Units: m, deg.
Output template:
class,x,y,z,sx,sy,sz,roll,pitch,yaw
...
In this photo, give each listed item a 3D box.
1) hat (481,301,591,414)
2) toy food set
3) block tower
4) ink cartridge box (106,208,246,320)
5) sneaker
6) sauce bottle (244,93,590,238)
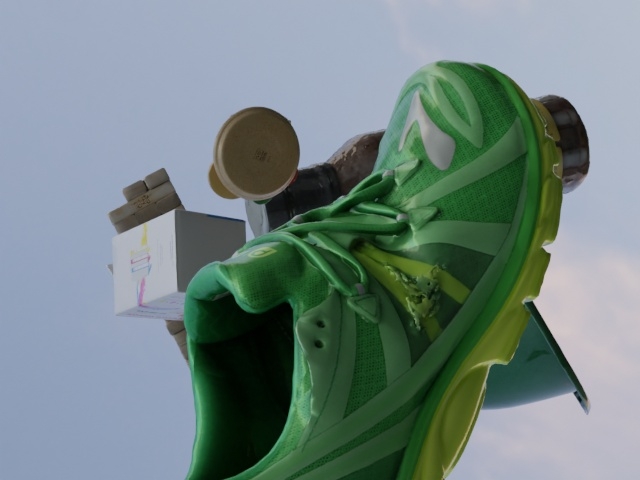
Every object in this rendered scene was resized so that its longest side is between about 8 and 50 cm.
class,x,y,z,sx,sy,sz,roll,pitch,yaw
hat,0.093,0.108,1.118,0.173,0.183,0.208,61,-176,28
toy food set,-0.054,-0.073,1.209,0.082,0.083,0.020,6,-176,-26
block tower,-0.147,0.084,1.727,0.336,0.091,0.097,62,176,7
ink cartridge box,-0.156,0.031,1.511,0.092,0.143,0.090,8,-109,-38
sneaker,0.014,0.024,0.597,0.123,0.109,0.296,35,-124,-17
sauce bottle,0.095,-0.066,1.404,0.344,0.111,0.111,-11,-123,-18
